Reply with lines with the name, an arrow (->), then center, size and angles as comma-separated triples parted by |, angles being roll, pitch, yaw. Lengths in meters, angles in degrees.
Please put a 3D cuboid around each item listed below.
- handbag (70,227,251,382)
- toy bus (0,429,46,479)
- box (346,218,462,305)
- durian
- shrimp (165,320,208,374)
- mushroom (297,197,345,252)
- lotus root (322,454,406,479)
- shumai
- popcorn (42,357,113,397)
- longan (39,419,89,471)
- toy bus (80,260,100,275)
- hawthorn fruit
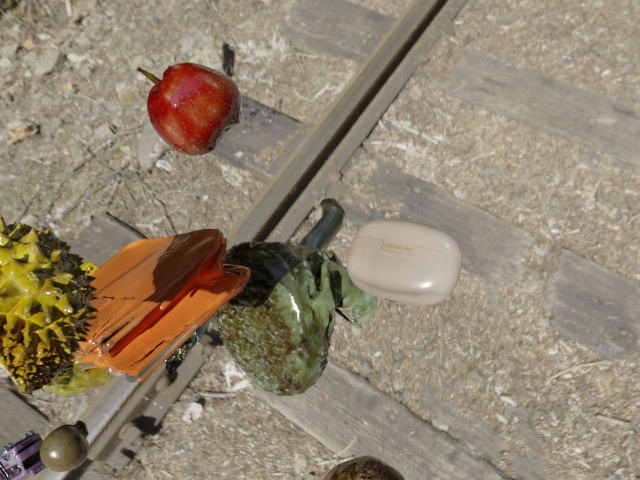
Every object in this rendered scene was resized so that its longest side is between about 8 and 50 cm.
handbag -> -0.339, 0.113, 1.039 | 0.410, 0.116, 0.303 | -5, 34, 50
toy bus -> -0.745, 0.541, 1.359 | 0.178, 0.087, 0.098 | -32, 88, 27
box -> 0.143, 0.036, 0.968 | 0.200, 0.088, 0.146 | 11, 73, 25
durian -> -0.322, 0.045, 0.563 | 0.250, 0.183, 0.138 | 17, 82, 20
shrimp -> -0.394, 0.284, 1.760 | 0.075, 0.178, 0.289 | 40, 50, -1
mushroom -> 0.000, 0.000, 1.922 | 0.159, 0.122, 0.328 | -6, 52, 54
lotus root -> 0.105, 0.676, 1.442 | 0.272, 0.272, 0.192 | 15, 109, 14
shumai -> -0.063, 0.152, 1.437 | 0.395, 0.395, 0.348 | 38, 40, 22
popcorn -> -0.755, 0.327, 1.695 | 0.335, 0.279, 0.274 | -14, 51, -26
longan -> -0.587, 0.477, 1.295 | 0.106, 0.106, 0.119 | 18, 45, 15
toy bus -> -0.623, 0.126, 1.442 | 0.331, 0.151, 0.145 | 0, 51, 53
hawthorn fruit -> -0.327, -0.336, 1.360 | 0.230, 0.266, 0.210 | -39, 44, 17
